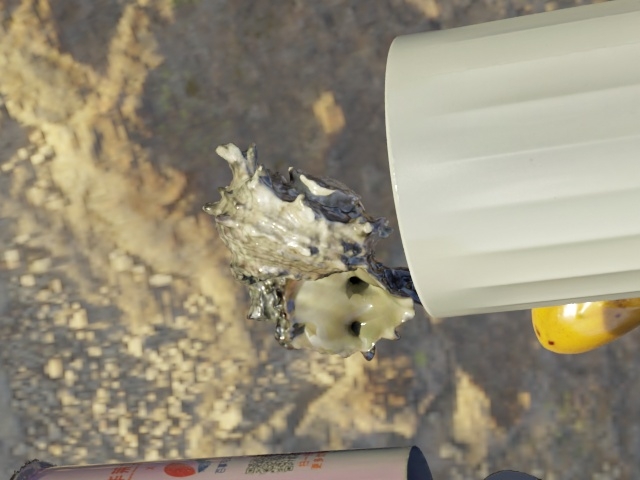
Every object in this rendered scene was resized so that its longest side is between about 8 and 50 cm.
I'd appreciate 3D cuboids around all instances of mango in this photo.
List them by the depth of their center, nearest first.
[{"bbox_3d":[0.354,0.018,1.817,0.290,0.191,0.160,-40,93,1],"label":"mango"}]

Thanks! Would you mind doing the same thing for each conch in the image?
[{"bbox_3d":[0.001,0.006,1.843,0.186,0.241,0.313,-49,115,-25],"label":"conch"}]

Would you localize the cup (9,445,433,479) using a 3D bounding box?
[{"bbox_3d":[-0.062,0.235,1.146,0.203,0.289,0.203,-11,90,-78],"label":"cup"}]

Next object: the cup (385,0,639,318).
[{"bbox_3d":[0.239,-0.094,1.295,0.322,0.327,0.236,-79,156,-54],"label":"cup"}]

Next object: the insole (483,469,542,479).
[{"bbox_3d":[0.156,0.358,1.519,0.119,0.009,0.348,16,48,8],"label":"insole"}]
